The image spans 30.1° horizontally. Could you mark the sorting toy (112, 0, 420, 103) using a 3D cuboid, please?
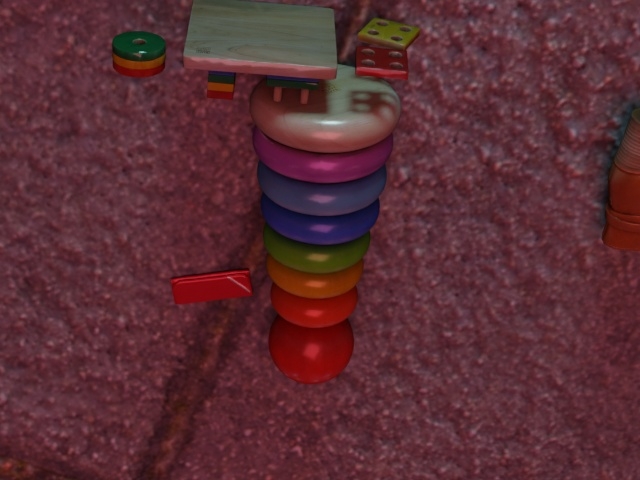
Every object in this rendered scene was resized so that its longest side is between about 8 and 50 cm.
[{"bbox_3d":[-0.045,-0.169,1.081,0.274,0.132,0.046,3,124,-4],"label":"sorting toy"}]

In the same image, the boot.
[{"bbox_3d":[0.378,-0.060,1.189,0.197,0.073,0.152,0,125,-7],"label":"boot"}]

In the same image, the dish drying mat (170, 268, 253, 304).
[{"bbox_3d":[-0.114,0.049,1.253,0.083,0.008,0.032,-7,117,2],"label":"dish drying mat"}]

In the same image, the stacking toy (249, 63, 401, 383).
[{"bbox_3d":[0.000,0.000,1.177,0.141,0.141,0.330,1,123,-2],"label":"stacking toy"}]
